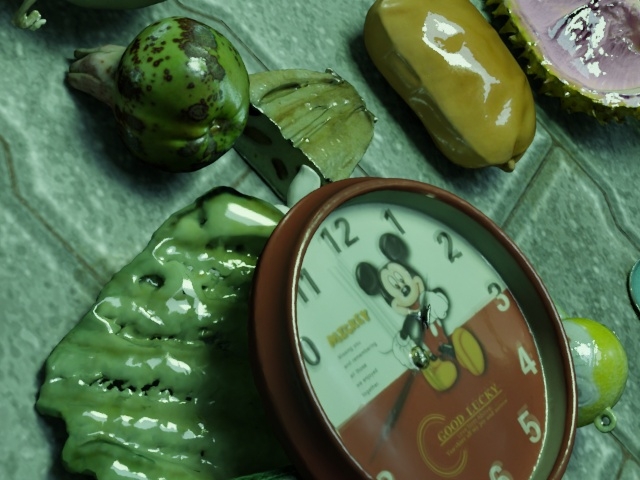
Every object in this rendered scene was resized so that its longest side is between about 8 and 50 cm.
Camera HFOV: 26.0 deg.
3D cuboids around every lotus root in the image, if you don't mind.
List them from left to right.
[{"bbox_3d":[-0.015,-0.104,1.351,0.143,0.070,0.144,50,43,7],"label":"lotus root"}]

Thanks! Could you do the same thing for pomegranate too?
[{"bbox_3d":[-0.143,-0.126,1.209,0.163,0.138,0.125,0,45,-2],"label":"pomegranate"}]

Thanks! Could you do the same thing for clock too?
[{"bbox_3d":[0.076,0.097,1.108,0.318,0.080,0.318,17,58,-30],"label":"clock"}]

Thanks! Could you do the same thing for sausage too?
[{"bbox_3d":[0.145,-0.178,1.518,0.241,0.120,0.136,51,54,-1],"label":"sausage"}]

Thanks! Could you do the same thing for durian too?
[{"bbox_3d":[0.314,-0.255,1.746,0.191,0.112,0.341,-40,75,-17],"label":"durian"}]

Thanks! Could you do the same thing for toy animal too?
[{"bbox_3d":[-0.003,0.002,1.282,0.124,0.085,0.071,38,58,-7],"label":"toy animal"}]

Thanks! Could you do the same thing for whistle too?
[{"bbox_3d":[0.224,0.103,1.395,0.123,0.123,0.223,-6,52,-45],"label":"whistle"}]

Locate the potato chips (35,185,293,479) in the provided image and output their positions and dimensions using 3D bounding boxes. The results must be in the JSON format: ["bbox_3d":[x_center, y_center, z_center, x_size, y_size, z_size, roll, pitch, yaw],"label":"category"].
[{"bbox_3d":[-0.033,0.170,1.108,0.389,0.097,0.373,39,51,-19],"label":"potato chips"}]

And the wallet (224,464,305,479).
[{"bbox_3d":[-0.069,0.246,0.951,0.236,0.055,0.160,-6,70,-39],"label":"wallet"}]

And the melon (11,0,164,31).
[{"bbox_3d":[-0.177,-0.342,1.234,0.272,0.272,0.308,22,26,-31],"label":"melon"}]

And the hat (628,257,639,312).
[{"bbox_3d":[0.459,0.068,1.662,0.191,0.078,0.138,11,56,-38],"label":"hat"}]
